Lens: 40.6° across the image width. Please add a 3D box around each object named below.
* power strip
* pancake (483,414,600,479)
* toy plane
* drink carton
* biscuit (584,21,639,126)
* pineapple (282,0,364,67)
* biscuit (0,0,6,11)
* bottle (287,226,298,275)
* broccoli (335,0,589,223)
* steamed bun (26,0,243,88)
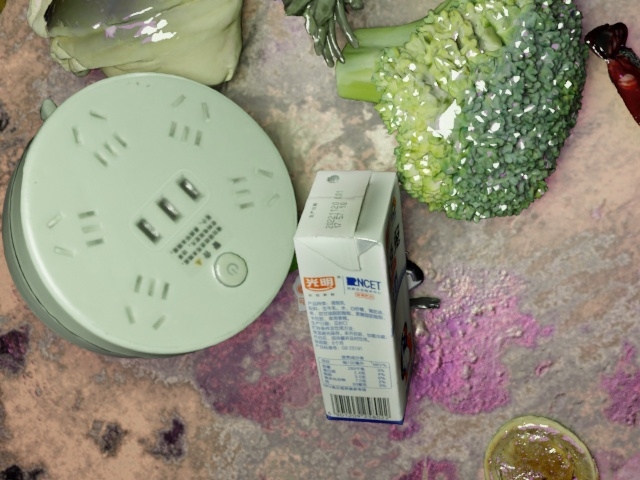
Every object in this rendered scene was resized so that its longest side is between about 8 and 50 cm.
[{"bbox_3d":[-0.214,-0.032,1.052,0.358,0.161,0.357,5,79,-27],"label":"power strip"},{"bbox_3d":[0.292,0.304,1.148,0.152,0.025,0.151,2,98,14],"label":"pancake"},{"bbox_3d":[0.058,0.057,1.154,0.197,0.053,0.078,-3,107,10],"label":"toy plane"},{"bbox_3d":[0.046,0.075,1.048,0.107,0.130,0.315,1,131,13],"label":"drink carton"},{"bbox_3d":[0.389,-0.155,0.990,0.063,0.151,0.235,-41,89,20],"label":"biscuit"},{"bbox_3d":[0.039,-0.370,0.976,0.169,0.169,0.340,18,111,10],"label":"pineapple"},{"bbox_3d":[-0.483,-0.404,1.222,0.180,0.039,0.236,38,107,4],"label":"biscuit"},{"bbox_3d":[0.000,0.000,1.151,0.187,0.069,0.069,-28,91,18],"label":"bottle"},{"bbox_3d":[0.154,-0.204,0.988,0.302,0.249,0.375,5,105,10],"label":"broccoli"},{"bbox_3d":[-0.245,-0.326,1.090,0.320,0.206,0.275,20,101,6],"label":"steamed bun"}]
